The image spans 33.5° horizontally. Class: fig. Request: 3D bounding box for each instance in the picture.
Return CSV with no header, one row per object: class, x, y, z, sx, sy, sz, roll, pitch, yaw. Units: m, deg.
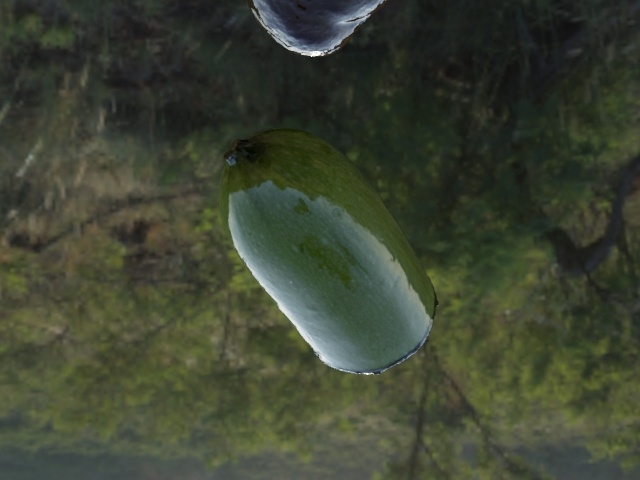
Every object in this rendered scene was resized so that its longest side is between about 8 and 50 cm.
fig,-0.035,-0.309,1.060,0.170,0.145,0.274,-31,123,27

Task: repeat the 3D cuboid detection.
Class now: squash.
squash,0.000,0.000,0.898,0.133,0.132,0.247,-10,141,23
